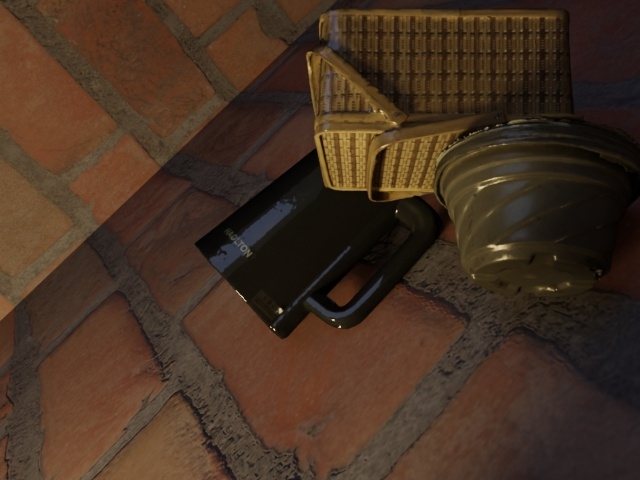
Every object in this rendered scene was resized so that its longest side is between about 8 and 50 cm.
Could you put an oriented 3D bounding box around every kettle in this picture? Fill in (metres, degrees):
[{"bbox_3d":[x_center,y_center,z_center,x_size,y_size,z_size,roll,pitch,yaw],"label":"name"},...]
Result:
[{"bbox_3d":[-0.009,-0.011,0.906,0.308,0.203,0.262,-42,26,-9],"label":"kettle"}]

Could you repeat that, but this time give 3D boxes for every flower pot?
[{"bbox_3d":[0.236,-0.020,0.636,0.236,0.236,0.140,-12,62,42],"label":"flower pot"}]

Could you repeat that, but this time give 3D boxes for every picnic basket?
[{"bbox_3d":[0.141,-0.160,0.753,0.313,0.228,0.175,1,77,4],"label":"picnic basket"}]
